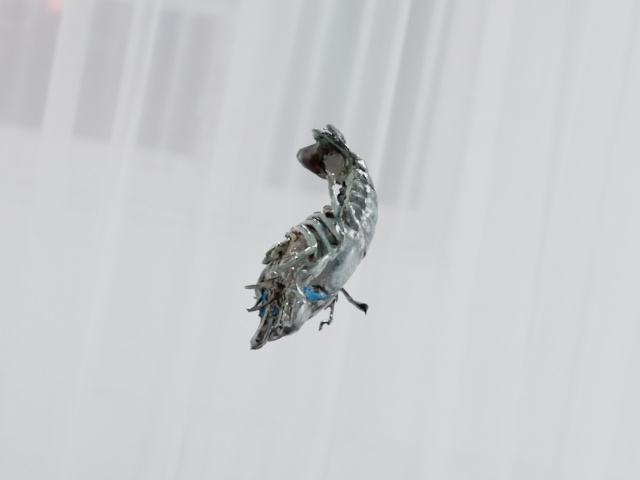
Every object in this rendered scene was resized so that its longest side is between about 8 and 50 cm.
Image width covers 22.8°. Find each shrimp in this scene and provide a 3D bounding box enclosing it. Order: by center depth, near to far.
[{"bbox_3d":[0.005,0.001,0.971,0.076,0.174,0.082,23,-40,-4],"label":"shrimp"}]
